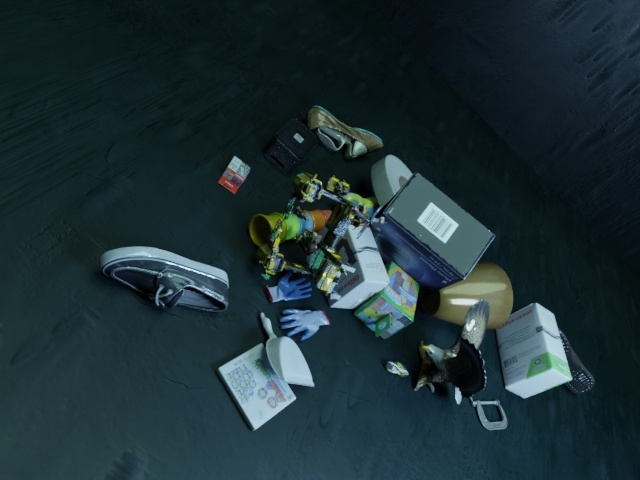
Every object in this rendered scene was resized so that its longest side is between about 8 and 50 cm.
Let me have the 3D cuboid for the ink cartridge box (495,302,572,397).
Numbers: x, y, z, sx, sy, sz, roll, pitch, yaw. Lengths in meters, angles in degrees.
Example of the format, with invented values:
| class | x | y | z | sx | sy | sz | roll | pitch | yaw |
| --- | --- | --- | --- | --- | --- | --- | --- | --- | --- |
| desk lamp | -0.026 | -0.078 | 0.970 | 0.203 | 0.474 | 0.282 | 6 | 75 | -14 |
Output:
| class | x | y | z | sx | sy | sz | roll | pitch | yaw |
| --- | --- | --- | --- | --- | --- | --- | --- | --- | --- |
| ink cartridge box | 0.753 | 0.393 | 1.838 | 0.114 | 0.198 | 0.273 | 30 | 42 | -22 |

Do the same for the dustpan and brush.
| class | x | y | z | sx | sy | sz | roll | pitch | yaw |
| --- | --- | --- | --- | --- | --- | --- | --- | --- | --- |
| dustpan and brush | -0.099 | 0.262 | 1.250 | 0.147 | 0.060 | 0.211 | 34 | 32 | -57 |

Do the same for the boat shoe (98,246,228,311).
| class | x | y | z | sx | sy | sz | roll | pitch | yaw |
| --- | --- | --- | --- | --- | --- | --- | --- | --- | --- |
| boat shoe | -0.337 | 0.099 | 1.136 | 0.301 | 0.108 | 0.102 | 22 | 44 | -40 |

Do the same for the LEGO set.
| class | x | y | z | sx | sy | sz | roll | pitch | yaw |
| --- | --- | --- | --- | --- | --- | --- | --- | --- | --- |
| LEGO set | 0.000 | 0.000 | 1.329 | 0.254 | 0.331 | 0.192 | 31 | 6 | -34 |

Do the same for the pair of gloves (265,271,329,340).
| class | x | y | z | sx | sy | sz | roll | pitch | yaw |
| --- | --- | --- | --- | --- | --- | --- | --- | --- | --- |
| pair of gloves | -0.066 | 0.174 | 1.386 | 0.159 | 0.023 | 0.198 | -8 | 60 | -45 |

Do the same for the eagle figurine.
| class | x | y | z | sx | sy | sz | roll | pitch | yaw |
| --- | --- | --- | --- | --- | --- | --- | --- | --- | --- |
| eagle figurine | 0.389 | 0.334 | 1.461 | 0.225 | 0.298 | 0.227 | 3 | 56 | -42 |

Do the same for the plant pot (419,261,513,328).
| class | x | y | z | sx | sy | sz | roll | pitch | yaw |
| --- | --- | --- | --- | --- | --- | --- | --- | --- | --- |
| plant pot | 0.477 | 0.190 | 1.750 | 0.254 | 0.237 | 0.237 | 2 | 56 | -26 |

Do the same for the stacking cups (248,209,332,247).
| class | x | y | z | sx | sy | sz | roll | pitch | yaw |
| --- | --- | --- | --- | --- | --- | --- | --- | --- | --- |
| stacking cups | -0.063 | -0.043 | 1.519 | 0.316 | 0.096 | 0.096 | -10 | 65 | -48 |

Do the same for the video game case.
| class | x | y | z | sx | sy | sz | roll | pitch | yaw |
| --- | --- | --- | --- | --- | --- | --- | --- | --- | --- |
| video game case | -0.146 | 0.333 | 1.180 | 0.143 | 0.019 | 0.157 | -22 | 75 | -50 |

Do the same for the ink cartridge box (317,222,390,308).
| class | x | y | z | sx | sy | sz | roll | pitch | yaw |
| --- | --- | --- | --- | --- | --- | --- | --- | --- | --- |
| ink cartridge box | 0.081 | 0.059 | 1.503 | 0.100 | 0.172 | 0.237 | 7 | 54 | -38 |

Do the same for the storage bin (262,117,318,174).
| class | x | y | z | sx | sy | sz | roll | pitch | yaw |
| --- | --- | --- | --- | --- | --- | --- | --- | --- | --- |
| storage bin | -0.097 | -0.319 | 1.724 | 0.122 | 0.084 | 0.180 | 42 | 39 | -8 |

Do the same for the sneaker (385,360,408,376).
| class | x | y | z | sx | sy | sz | roll | pitch | yaw |
| --- | --- | --- | --- | --- | --- | --- | --- | --- | --- |
| sneaker | 0.219 | 0.369 | 1.493 | 0.083 | 0.031 | 0.035 | 35 | 27 | -23 |

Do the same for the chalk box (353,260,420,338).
| class | x | y | z | sx | sy | sz | roll | pitch | yaw |
| --- | --- | --- | --- | --- | --- | --- | --- | --- | --- |
| chalk box | 0.196 | 0.193 | 1.532 | 0.132 | 0.132 | 0.213 | 40 | 38 | -11 |

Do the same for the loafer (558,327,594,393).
| class | x | y | z | sx | sy | sz | roll | pitch | yaw |
| --- | --- | --- | --- | --- | --- | --- | --- | --- | --- |
| loafer | 0.940 | 0.450 | 2.049 | 0.366 | 0.133 | 0.130 | 53 | 14 | -9 |

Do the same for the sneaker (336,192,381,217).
| class | x | y | z | sx | sy | sz | roll | pitch | yaw |
| --- | --- | --- | --- | --- | --- | --- | --- | --- | --- |
| sneaker | 0.148 | -0.088 | 1.781 | 0.240 | 0.091 | 0.126 | 5 | 74 | -42 |

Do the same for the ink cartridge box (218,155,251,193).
| class | x | y | z | sx | sy | sz | roll | pitch | yaw |
| --- | --- | --- | --- | --- | --- | --- | --- | --- | --- |
| ink cartridge box | -0.253 | -0.194 | 1.514 | 0.062 | 0.029 | 0.115 | 36 | 40 | -16 |

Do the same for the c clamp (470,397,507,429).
| class | x | y | z | sx | sy | sz | roll | pitch | yaw |
| --- | --- | --- | --- | --- | --- | --- | --- | --- | --- |
| c clamp | 0.544 | 0.543 | 1.655 | 0.160 | 0.022 | 0.137 | 18 | 47 | -32 |

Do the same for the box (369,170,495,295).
| class | x | y | z | sx | sy | sz | roll | pitch | yaw |
| --- | --- | --- | --- | --- | --- | --- | --- | --- | --- |
| box | 0.304 | -0.005 | 1.548 | 0.296 | 0.294 | 0.183 | 39 | 72 | 2 |

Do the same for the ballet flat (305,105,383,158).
| class | x | y | z | sx | sy | sz | roll | pitch | yaw |
| --- | --- | --- | --- | --- | --- | --- | --- | --- | --- |
| ballet flat | 0.087 | -0.386 | 1.950 | 0.342 | 0.116 | 0.124 | 23 | 65 | -28 |

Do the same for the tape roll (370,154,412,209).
| class | x | y | z | sx | sy | sz | roll | pitch | yaw |
| --- | --- | --- | --- | --- | --- | --- | --- | --- | --- |
| tape roll | 0.319 | -0.132 | 1.892 | 0.392 | 0.072 | 0.392 | 42 | 32 | -35 |
